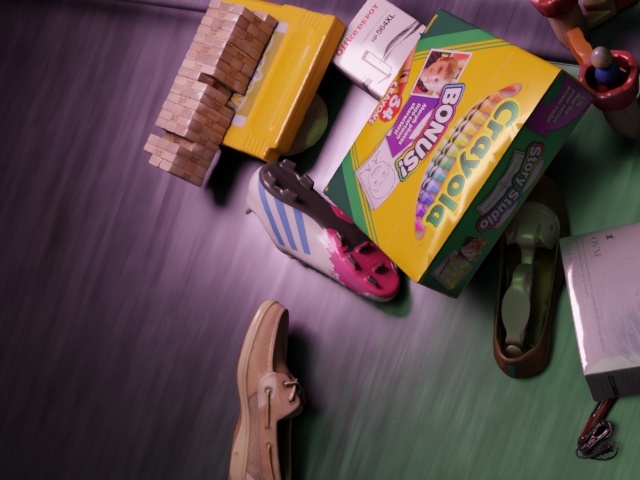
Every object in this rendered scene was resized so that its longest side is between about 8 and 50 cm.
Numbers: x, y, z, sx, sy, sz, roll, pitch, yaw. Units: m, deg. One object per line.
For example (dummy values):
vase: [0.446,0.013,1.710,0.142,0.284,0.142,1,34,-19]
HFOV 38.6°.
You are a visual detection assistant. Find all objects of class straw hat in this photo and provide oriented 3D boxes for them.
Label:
straw hat: [-0.064,-0.232,1.697,0.144,0.061,0.144,-4,78,20]

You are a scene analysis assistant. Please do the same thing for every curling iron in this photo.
curling iron: [0.472,0.220,1.402,0.068,0.035,0.274,18,75,54]

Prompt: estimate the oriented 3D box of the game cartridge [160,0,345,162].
game cartridge: [-0.135,-0.312,1.703,0.324,0.053,0.285,23,89,41]

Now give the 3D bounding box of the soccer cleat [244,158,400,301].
soccer cleat: [0.000,0.000,1.611,0.331,0.116,0.143,44,136,10]

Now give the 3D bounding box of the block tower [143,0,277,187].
block tower: [-0.203,-0.274,1.652,0.091,0.097,0.335,24,88,38]

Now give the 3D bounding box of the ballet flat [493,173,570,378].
ballet flat: [0.327,0.047,1.452,0.116,0.124,0.342,8,82,22]

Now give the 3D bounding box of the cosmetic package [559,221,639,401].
cosmetic package: [0.489,0.097,1.346,0.225,0.138,0.224,-12,60,17]

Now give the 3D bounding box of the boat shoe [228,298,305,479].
boat shoe: [-0.077,0.273,1.574,0.110,0.121,0.341,6,92,18]

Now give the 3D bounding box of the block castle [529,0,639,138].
block castle: [0.563,-0.396,1.365,0.453,0.213,0.303,-29,55,16]

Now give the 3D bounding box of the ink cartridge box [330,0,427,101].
ink cartridge box: [0.134,-0.320,1.624,0.203,0.086,0.148,39,95,23]

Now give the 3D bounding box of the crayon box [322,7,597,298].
crayon box: [0.197,-0.143,1.420,0.363,0.106,0.313,-58,37,11]
